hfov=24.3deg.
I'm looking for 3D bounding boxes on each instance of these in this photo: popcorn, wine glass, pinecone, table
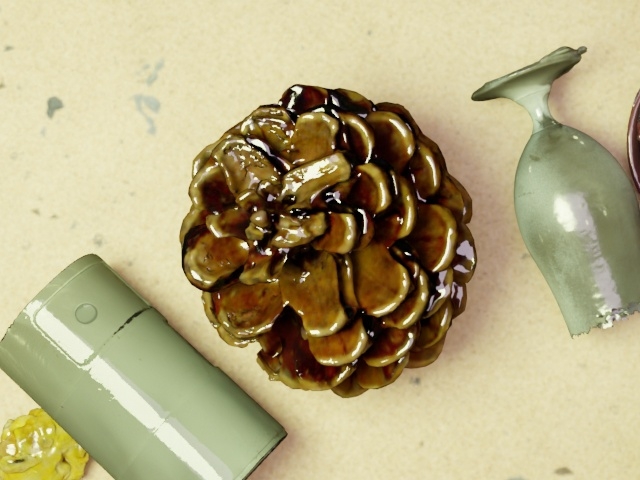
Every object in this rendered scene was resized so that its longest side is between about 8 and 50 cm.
[{"bbox_3d":[-0.243,0.178,1.265,0.084,0.084,0.084,0,88,6],"label":"popcorn"},{"bbox_3d":[0.205,-0.038,1.204,0.103,0.103,0.222,-20,86,5],"label":"wine glass"},{"bbox_3d":[0.004,-0.011,1.150,0.243,0.257,0.243,-9,55,12],"label":"pinecone"},{"bbox_3d":[-0.148,0.130,1.218,0.220,0.126,0.126,42,92,6],"label":"table"}]

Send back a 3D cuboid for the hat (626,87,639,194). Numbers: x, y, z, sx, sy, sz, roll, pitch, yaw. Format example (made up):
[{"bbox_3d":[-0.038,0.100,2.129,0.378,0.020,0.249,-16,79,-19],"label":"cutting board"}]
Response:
[{"bbox_3d":[0.352,-0.080,1.195,0.205,0.089,0.205,0,88,7],"label":"hat"}]
